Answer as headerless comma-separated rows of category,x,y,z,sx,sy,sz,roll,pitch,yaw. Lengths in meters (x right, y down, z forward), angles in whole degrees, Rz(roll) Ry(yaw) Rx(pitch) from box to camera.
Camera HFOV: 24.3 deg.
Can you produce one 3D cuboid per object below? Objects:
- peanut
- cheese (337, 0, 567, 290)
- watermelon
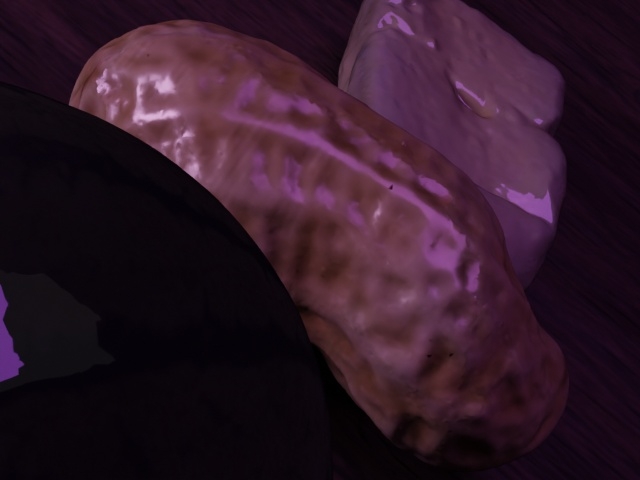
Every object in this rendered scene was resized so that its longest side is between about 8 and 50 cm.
peanut,0.000,0.000,0.811,0.325,0.140,0.153,42,65,7
cheese,0.080,-0.063,0.981,0.159,0.093,0.263,24,41,-11
watermelon,-0.166,0.078,0.493,0.359,0.279,0.279,-2,52,-39
